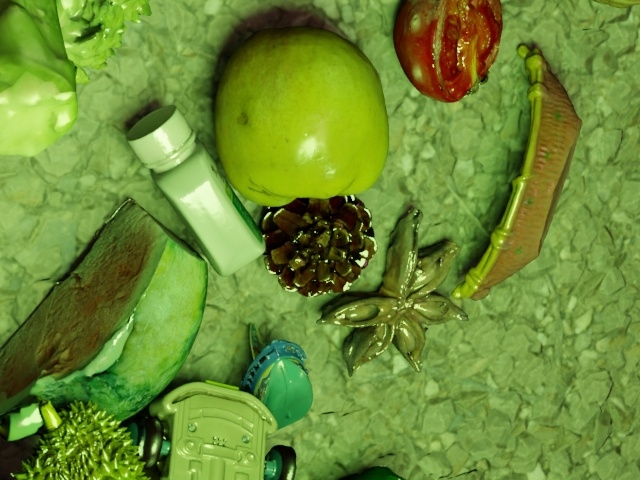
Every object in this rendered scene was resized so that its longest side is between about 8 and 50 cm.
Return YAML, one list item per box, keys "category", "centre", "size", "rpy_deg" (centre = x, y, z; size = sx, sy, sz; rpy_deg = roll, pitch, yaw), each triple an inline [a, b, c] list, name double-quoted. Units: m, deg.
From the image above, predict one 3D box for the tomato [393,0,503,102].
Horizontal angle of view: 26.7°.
- category: "tomato"
  centre: [0.137, -0.234, 1.545]
  size: [0.159, 0.091, 0.139]
  rpy_deg: [-42, 131, -37]

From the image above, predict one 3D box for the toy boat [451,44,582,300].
- category: "toy boat"
  centre: [0.244, -0.071, 1.624]
  size: [0.099, 0.141, 0.318]
  rpy_deg: [16, 91, 16]

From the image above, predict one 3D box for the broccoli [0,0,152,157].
- category: "broccoli"
  centre: [-0.274, -0.222, 1.224]
  size: [0.353, 0.397, 0.275]
  rpy_deg: [-28, 145, -43]

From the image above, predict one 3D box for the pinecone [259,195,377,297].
- category: "pinecone"
  centre: [-0.002, 0.001, 1.534]
  size: [0.140, 0.121, 0.140]
  rpy_deg: [0, 104, -1]

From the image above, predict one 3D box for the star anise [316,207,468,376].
- category: "star anise"
  centre: [0.094, 0.079, 1.638]
  size: [0.208, 0.063, 0.172]
  rpy_deg: [-49, 122, -7]

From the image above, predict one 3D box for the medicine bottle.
- category: "medicine bottle"
  centre: [-0.135, -0.055, 1.463]
  size: [0.069, 0.119, 0.183]
  rpy_deg: [-33, 115, 2]

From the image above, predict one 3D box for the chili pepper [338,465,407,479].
- category: "chili pepper"
  centre: [0.029, 0.405, 1.614]
  size: [0.256, 0.248, 0.233]
  rpy_deg: [-40, 105, -18]

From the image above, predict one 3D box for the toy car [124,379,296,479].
- category: "toy car"
  centre: [-0.158, 0.298, 1.528]
  size: [0.204, 0.198, 0.248]
  rpy_deg: [16, 63, -28]

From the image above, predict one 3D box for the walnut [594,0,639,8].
- category: "walnut"
  centre: [0.363, -0.325, 1.606]
  size: [0.124, 0.105, 0.105]
  rpy_deg: [-7, 108, -21]

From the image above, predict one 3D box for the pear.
- category: "pear"
  centre: [-0.020, -0.133, 1.454]
  size: [0.200, 0.200, 0.200]
  rpy_deg: [-7, 108, -21]

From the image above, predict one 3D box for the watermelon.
- category: "watermelon"
  centre: [-0.249, 0.115, 1.465]
  size: [0.180, 0.224, 0.305]
  rpy_deg: [43, 89, 17]

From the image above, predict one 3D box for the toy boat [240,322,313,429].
- category: "toy boat"
  centre: [-0.060, 0.145, 1.576]
  size: [0.091, 0.110, 0.175]
  rpy_deg: [-23, 155, -14]

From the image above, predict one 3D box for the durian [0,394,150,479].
- category: "durian"
  centre: [-0.232, 0.256, 1.336]
  size: [0.146, 0.198, 0.159]
  rpy_deg: [-8, 151, -2]
